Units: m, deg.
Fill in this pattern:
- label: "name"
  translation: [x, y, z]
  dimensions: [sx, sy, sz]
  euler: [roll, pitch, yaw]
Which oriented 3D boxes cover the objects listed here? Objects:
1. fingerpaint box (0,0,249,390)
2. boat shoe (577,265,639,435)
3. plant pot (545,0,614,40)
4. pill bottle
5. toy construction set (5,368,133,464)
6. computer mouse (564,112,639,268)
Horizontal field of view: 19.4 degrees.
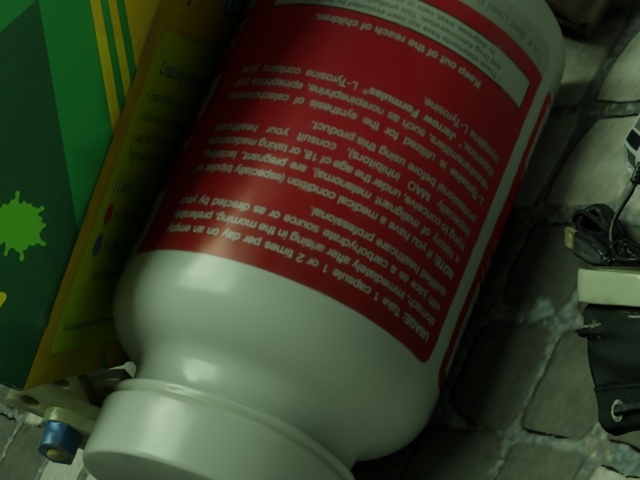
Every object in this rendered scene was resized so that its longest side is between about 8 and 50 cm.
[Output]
- label: "fingerpaint box"
  translation: [-0.159, -0.104, 1.368]
  dimensions: [0.445, 0.163, 0.371]
  euler: [-5, -65, -81]
- label: "boat shoe"
  translation: [0.252, 0.085, 0.940]
  dimensions: [0.340, 0.127, 0.113]
  euler: [11, 97, 51]
- label: "plant pot"
  translation: [0.176, -0.245, 1.360]
  dimensions: [0.165, 0.167, 0.167]
  euler: [-62, 29, 1]
- label: "pill bottle"
  translation: [0.000, 0.000, 1.272]
  dimensions: [0.229, 0.229, 0.408]
  euler: [-9, 52, 52]
- label: "toy construction set"
  translation: [-0.160, 0.234, 1.362]
  dimensions: [0.215, 0.151, 0.328]
  euler: [-21, 53, 45]
- label: "computer mouse"
  translation: [0.230, -0.062, 1.197]
  dimensions: [0.193, 0.042, 0.106]
  euler: [-61, 24, 0]
